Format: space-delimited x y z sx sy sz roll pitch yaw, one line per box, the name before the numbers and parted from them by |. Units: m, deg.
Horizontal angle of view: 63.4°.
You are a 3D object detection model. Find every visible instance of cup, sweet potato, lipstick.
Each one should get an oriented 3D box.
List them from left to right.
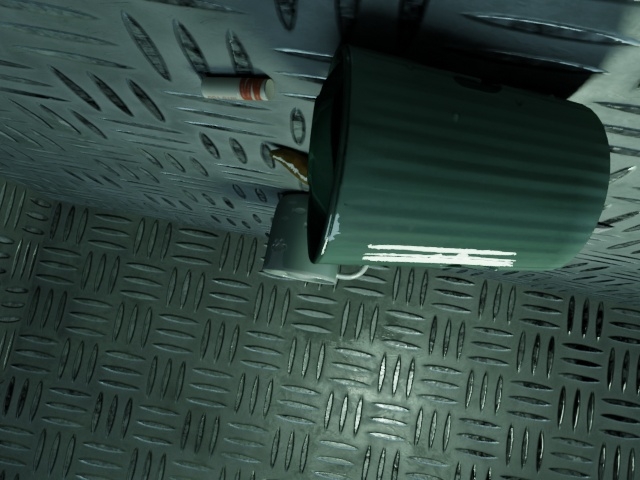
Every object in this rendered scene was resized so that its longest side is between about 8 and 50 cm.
lipstick | -0.148 -0.272 0.926 0.131 0.038 0.038 8 171 20
sweet potato | -0.019 -0.177 1.314 0.244 0.077 0.077 20 169 -17
cup | 0.000 0.000 1.757 0.357 0.274 0.259 8 172 8
cup | 0.170 -0.135 0.804 0.392 0.401 0.310 7 139 -8

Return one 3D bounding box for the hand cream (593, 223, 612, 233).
hand cream | 0.729 -0.031 1.430 0.142 0.053 0.084 3 175 -25
